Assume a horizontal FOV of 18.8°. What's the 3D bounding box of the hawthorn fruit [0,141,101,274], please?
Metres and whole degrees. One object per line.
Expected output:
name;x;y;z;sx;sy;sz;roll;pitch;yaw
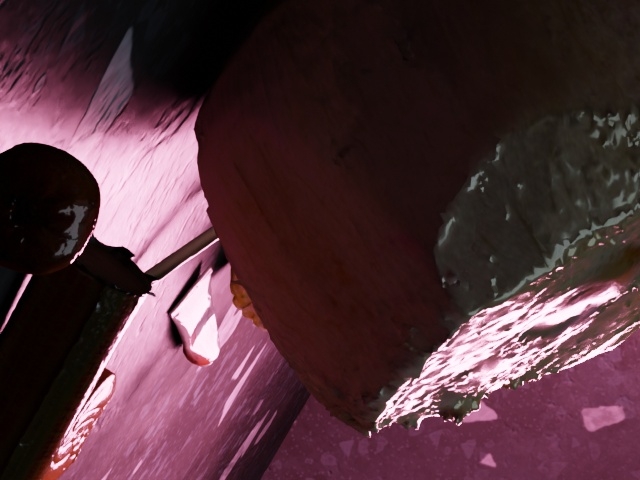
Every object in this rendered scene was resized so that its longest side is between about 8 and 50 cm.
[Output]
hawthorn fruit;-0.150;-0.019;1.016;0.077;0.077;0.077;-57;173;-10

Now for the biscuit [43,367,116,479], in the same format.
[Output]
biscuit;-0.212;0.165;1.628;0.130;0.019;0.102;-57;172;-6

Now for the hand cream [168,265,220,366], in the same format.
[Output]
hand cream;-0.122;0.085;1.888;0.216;0.038;0.052;88;10;-68

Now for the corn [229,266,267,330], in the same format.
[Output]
corn;0.004;-0.001;2.011;0.122;0.123;0.305;-64;172;32

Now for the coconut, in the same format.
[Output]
coconut;0.099;-0.093;1.401;0.405;0.404;0.404;-57;173;-10

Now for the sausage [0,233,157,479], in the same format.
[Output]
sausage;-0.223;0.160;1.280;0.372;0.082;0.082;-59;174;18

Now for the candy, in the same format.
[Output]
candy;-0.072;-0.024;1.627;0.305;0.083;0.091;-37;162;-50
